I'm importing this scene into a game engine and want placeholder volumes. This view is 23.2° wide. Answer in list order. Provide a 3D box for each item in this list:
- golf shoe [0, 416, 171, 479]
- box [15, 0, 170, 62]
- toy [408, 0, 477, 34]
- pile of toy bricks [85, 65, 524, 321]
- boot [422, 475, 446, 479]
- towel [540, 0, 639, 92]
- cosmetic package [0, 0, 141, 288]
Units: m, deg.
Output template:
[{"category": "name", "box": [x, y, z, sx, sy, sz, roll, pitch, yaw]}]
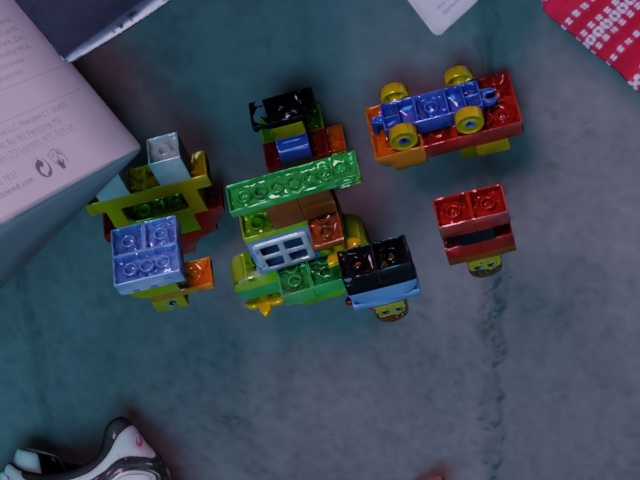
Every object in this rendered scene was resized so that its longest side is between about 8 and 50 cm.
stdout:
[{"category": "golf shoe", "box": [-0.161, 0.160, 0.875, 0.186, 0.067, 0.086, -24, 83, 21]}, {"category": "box", "box": [-0.106, -0.200, 0.625, 0.108, 0.153, 0.207, -31, 107, 23]}, {"category": "toy", "box": [0.021, -0.219, 0.635, 0.137, 0.056, 0.237, -42, 116, -4]}, {"category": "pile of toy bricks", "box": [0.000, 0.000, 0.747, 0.212, 0.118, 0.105, -14, 146, 7]}, {"category": "boot", "box": [0.059, 0.189, 0.860, 0.087, 0.042, 0.118, 37, 118, -16]}, {"category": "towel", "box": [0.247, -0.062, 0.664, 0.275, 0.031, 0.199, 43, 137, -12]}, {"category": "cosmetic package", "box": [-0.247, -0.045, 0.704, 0.224, 0.138, 0.224, -40, 91, 30]}]
